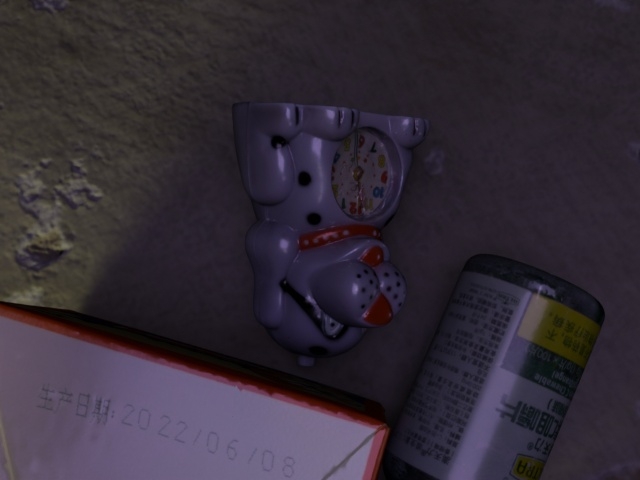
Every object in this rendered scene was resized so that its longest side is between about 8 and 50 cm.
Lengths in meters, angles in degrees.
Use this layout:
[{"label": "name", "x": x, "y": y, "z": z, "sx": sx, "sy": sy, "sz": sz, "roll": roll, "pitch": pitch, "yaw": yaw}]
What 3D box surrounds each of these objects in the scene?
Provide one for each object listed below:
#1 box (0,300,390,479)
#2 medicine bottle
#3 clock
[{"label": "box", "x": -0.146, "y": 0.250, "z": 0.783, "sx": 0.349, "sy": 0.257, "sz": 0.318, "roll": 15, "pitch": 83, "yaw": 4}, {"label": "medicine bottle", "x": 0.148, "y": 0.169, "z": 0.840, "sx": 0.141, "sy": 0.141, "sz": 0.293, "roll": 24, "pitch": 85, "yaw": 4}, {"label": "clock", "x": 0.002, "y": -0.003, "z": 0.860, "sx": 0.189, "sy": 0.189, "sz": 0.253, "roll": 2, "pitch": 89, "yaw": 2}]
